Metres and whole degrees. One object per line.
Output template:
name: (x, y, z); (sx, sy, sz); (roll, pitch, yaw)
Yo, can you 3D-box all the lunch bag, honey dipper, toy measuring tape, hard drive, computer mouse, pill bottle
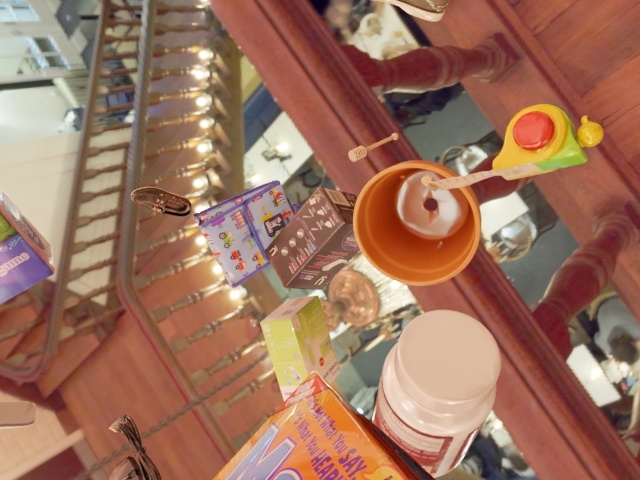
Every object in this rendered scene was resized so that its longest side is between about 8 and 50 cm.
lunch bag: (-0.192, -0.035, 1.884); (0.220, 0.293, 0.138); (66, 170, -23)
honey dipper: (0.137, -0.240, 1.591); (0.030, 0.161, 0.030); (34, 140, 35)
toy measuring tape: (0.339, -0.172, 1.152); (0.330, 0.121, 0.121); (-10, 100, 37)
hard drive: (-0.723, 0.335, 1.172); (0.353, 0.233, 0.047); (-18, 68, 39)
computer mouse: (-0.432, 0.492, 1.366); (0.184, 0.060, 0.262); (58, 138, 19)
pill bottle: (0.229, 0.320, 1.296); (0.224, 0.224, 0.392); (34, 149, 22)

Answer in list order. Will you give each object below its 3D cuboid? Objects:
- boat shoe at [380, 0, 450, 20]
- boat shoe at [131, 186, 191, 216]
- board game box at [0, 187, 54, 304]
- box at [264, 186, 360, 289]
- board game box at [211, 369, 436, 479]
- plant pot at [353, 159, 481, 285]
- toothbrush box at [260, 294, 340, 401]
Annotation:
boat shoe: (0.147, -0.571, 1.370); (0.305, 0.109, 0.091); (13, 139, -16)
boat shoe: (-0.347, -0.084, 1.389); (0.048, 0.133, 0.042); (-67, 28, 21)
board game box: (-0.470, -0.010, 0.558); (0.066, 0.319, 0.317); (49, 168, 50)
box: (0.000, 0.000, 1.768); (0.270, 0.165, 0.143); (-48, 56, 25)
board game box: (0.034, 0.411, 0.609); (0.356, 0.356, 0.356); (44, 173, -11)
plant pot: (0.245, -0.062, 1.510); (0.291, 0.203, 0.290); (7, 111, 19)
toothbrush box: (-0.060, 0.347, 2.046); (0.122, 0.206, 0.283); (-9, 102, 28)
